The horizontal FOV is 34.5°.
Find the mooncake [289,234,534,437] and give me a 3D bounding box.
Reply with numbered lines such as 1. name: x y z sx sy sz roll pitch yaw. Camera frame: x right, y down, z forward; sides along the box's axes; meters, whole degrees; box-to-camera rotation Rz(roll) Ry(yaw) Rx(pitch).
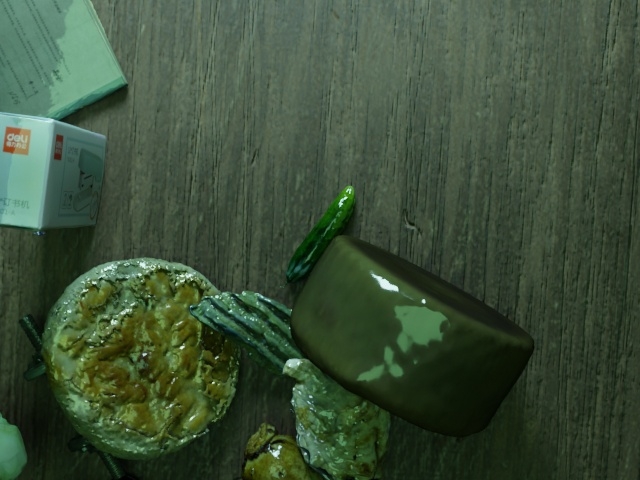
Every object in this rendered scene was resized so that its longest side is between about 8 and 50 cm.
1. mooncake: 0.106 0.119 1.271 0.284 0.284 0.155 29 99 1

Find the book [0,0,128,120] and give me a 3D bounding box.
1. book: -0.429 -0.243 1.399 0.283 0.025 0.214 -24 93 4

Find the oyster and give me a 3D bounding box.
1. oyster: 0.023 0.230 1.352 0.191 0.081 0.163 34 55 0

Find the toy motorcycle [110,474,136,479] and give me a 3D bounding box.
1. toy motorcycle: -0.239 0.427 1.397 0.263 0.091 0.157 30 102 3

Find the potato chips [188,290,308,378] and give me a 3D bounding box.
1. potato chips: -0.073 0.119 1.380 0.207 0.028 0.092 36 90 -15

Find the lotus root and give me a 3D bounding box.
1. lotus root: -0.022 0.328 1.373 0.191 0.108 0.094 39 90 -10

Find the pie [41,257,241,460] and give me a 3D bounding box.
1. pie: -0.233 0.154 1.359 0.274 0.055 0.274 1 86 -20

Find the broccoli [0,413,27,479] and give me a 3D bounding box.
1. broccoli: -0.502 0.264 1.309 0.270 0.270 0.269 -1 93 28

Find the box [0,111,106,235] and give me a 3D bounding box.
1. box: -0.341 -0.079 1.282 0.079 0.269 0.135 7 91 1

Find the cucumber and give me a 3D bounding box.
1. cucumber: 0.000 0.000 1.387 0.039 0.039 0.168 36 92 0

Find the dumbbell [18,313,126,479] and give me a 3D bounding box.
1. dumbbell: -0.335 0.212 1.391 0.082 0.081 0.254 -30 92 4
